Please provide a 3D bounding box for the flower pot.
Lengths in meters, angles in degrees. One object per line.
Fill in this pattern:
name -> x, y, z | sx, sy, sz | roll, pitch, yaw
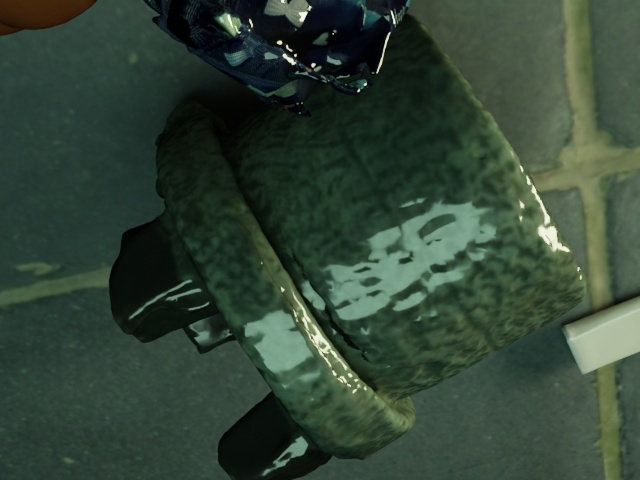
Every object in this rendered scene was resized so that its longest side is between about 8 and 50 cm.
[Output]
flower pot -> 0.000, 0.000, 0.739 | 0.283, 0.299, 0.299 | -34, 121, 6

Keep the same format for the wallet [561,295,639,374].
wallet -> 0.290, 0.080, 0.949 | 0.122, 0.025, 0.061 | -24, 121, 12

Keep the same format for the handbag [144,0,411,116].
handbag -> -0.017, -0.204, 0.613 | 0.162, 0.260, 0.113 | 35, 150, -34

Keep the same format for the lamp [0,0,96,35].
lamp -> -0.182, -0.209, 0.618 | 0.187, 0.188, 0.164 | -21, 132, 10
